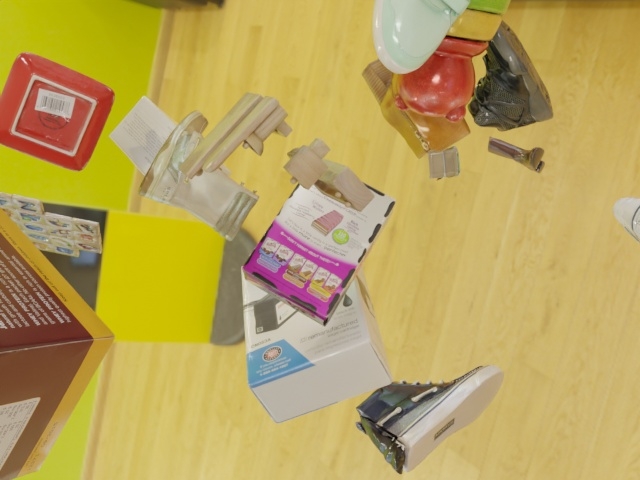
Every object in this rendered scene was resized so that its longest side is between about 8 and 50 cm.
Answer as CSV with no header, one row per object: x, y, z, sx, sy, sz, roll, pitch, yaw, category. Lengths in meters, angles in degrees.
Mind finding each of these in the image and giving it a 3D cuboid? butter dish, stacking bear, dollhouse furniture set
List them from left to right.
-0.446,-0.222,1.095,0.160,0.160,0.118,-61,30,14,butter dish
-0.054,-0.067,0.748,0.123,0.151,0.144,-48,26,-4,dollhouse furniture set
0.258,-0.197,1.322,0.076,0.058,0.152,-4,92,50,dollhouse furniture set
0.177,-0.312,0.892,0.175,0.164,0.289,15,111,16,stacking bear

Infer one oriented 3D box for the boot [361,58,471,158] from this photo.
0.195,-0.270,1.116,0.211,0.104,0.295,53,155,1,boot

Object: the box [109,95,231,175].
-0.320,-0.184,1.408,0.119,0.181,0.182,-48,59,2,box

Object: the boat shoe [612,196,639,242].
0.466,-0.003,0.838,0.083,0.226,0.076,-56,28,8,boat shoe

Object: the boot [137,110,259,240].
-0.170,-0.102,1.013,0.077,0.165,0.213,-51,16,37,boot

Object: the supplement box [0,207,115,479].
-0.280,0.057,0.405,0.191,0.194,0.129,40,107,23,supplement box

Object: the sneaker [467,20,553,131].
0.285,-0.258,1.072,0.130,0.227,0.087,-20,51,26,sneaker

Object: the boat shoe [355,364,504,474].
0.226,0.328,1.371,0.158,0.340,0.127,34,134,38,boat shoe

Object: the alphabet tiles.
-0.460,-0.027,1.012,0.198,0.237,0.009,124,155,-63,alphabet tiles

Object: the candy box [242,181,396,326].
0.000,0.000,1.081,0.233,0.159,0.071,-57,-9,-17,candy box

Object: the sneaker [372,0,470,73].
0.149,-0.289,0.669,0.256,0.094,0.151,-62,26,7,sneaker

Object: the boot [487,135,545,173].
0.350,-0.166,1.200,0.114,0.106,0.037,33,89,24,boot

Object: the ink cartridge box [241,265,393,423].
-0.018,0.145,1.207,0.223,0.129,0.307,-22,38,8,ink cartridge box
